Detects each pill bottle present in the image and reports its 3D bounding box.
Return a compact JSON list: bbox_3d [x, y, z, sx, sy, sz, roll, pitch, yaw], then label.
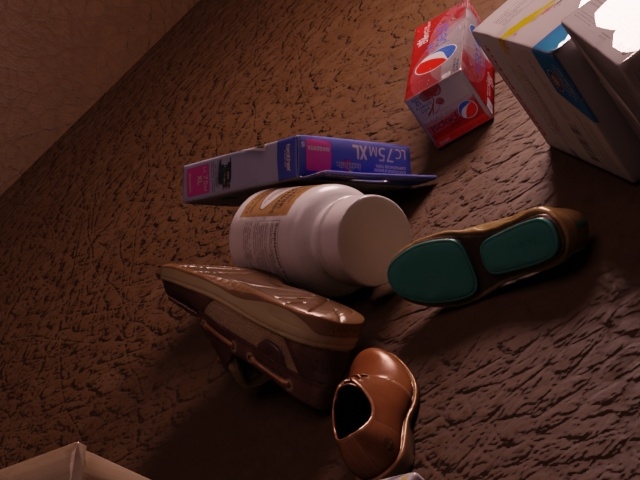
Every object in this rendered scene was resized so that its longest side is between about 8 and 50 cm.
[{"bbox_3d":[0.000,0.000,1.665,0.131,0.131,0.229,-47,22,-23],"label":"pill bottle"}]

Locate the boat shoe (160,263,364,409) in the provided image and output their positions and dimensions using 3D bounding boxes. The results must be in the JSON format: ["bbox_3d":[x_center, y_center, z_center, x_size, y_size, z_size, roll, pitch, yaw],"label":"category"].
[{"bbox_3d":[-0.080,0.103,1.579,0.342,0.123,0.123,18,101,51],"label":"boat shoe"}]

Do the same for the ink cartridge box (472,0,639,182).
[{"bbox_3d":[0.305,-0.197,1.520,0.168,0.171,0.232,-39,21,-3],"label":"ink cartridge box"}]

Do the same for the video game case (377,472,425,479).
[{"bbox_3d":[-0.027,0.294,1.180,0.227,0.026,0.206,-51,14,-33],"label":"video game case"}]

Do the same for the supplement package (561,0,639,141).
[{"bbox_3d":[0.398,-0.181,1.291,0.262,0.198,0.199,-35,20,7],"label":"supplement package"}]

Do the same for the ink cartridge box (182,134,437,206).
[{"bbox_3d":[-0.019,-0.086,1.838,0.185,0.065,0.311,2,-5,-37],"label":"ink cartridge box"}]

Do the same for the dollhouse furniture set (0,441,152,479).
[{"bbox_3d":[-0.245,0.380,1.293,0.286,0.198,0.303,-23,48,35],"label":"dollhouse furniture set"}]

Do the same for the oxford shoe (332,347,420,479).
[{"bbox_3d":[0.046,0.149,1.352,0.076,0.076,0.212,-35,19,13],"label":"oxford shoe"}]

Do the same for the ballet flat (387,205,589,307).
[{"bbox_3d":[0.173,0.018,1.455,0.232,0.080,0.073,-15,2,42],"label":"ballet flat"}]

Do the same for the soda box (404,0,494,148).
[{"bbox_3d":[0.178,-0.229,1.929,0.092,0.083,0.263,-29,21,22],"label":"soda box"}]
